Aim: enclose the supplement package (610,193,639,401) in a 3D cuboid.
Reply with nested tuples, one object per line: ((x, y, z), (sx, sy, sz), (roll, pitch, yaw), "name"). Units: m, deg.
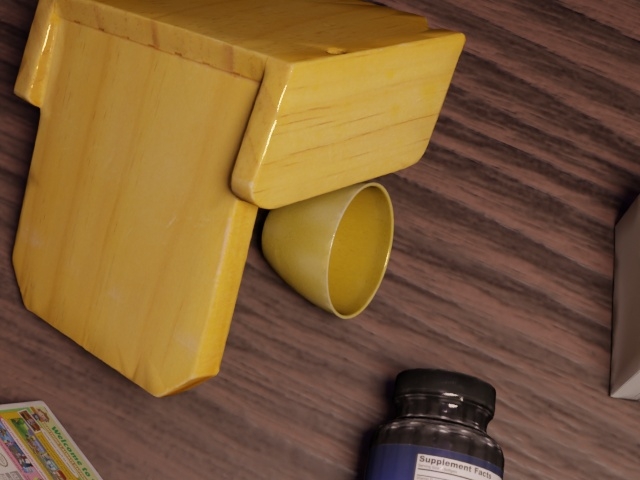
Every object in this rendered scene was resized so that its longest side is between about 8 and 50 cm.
((0.398, 0.057, 0.947), (0.203, 0.149, 0.194), (9, 67, 1), "supplement package")

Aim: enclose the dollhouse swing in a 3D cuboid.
((-0.095, -0.071, 0.956), (0.347, 0.305, 0.315), (23, 30, 38), "dollhouse swing")

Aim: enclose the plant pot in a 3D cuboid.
((0.000, 0.000, 0.976), (0.095, 0.134, 0.134), (15, 65, 28), "plant pot")

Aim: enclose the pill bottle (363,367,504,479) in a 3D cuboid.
((0.096, 0.230, 0.874), (0.123, 0.123, 0.219), (11, 66, 2), "pill bottle")

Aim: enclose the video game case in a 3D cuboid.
((-0.232, 0.224, 0.829), (0.023, 0.193, 0.212), (-45, 74, 9), "video game case")
